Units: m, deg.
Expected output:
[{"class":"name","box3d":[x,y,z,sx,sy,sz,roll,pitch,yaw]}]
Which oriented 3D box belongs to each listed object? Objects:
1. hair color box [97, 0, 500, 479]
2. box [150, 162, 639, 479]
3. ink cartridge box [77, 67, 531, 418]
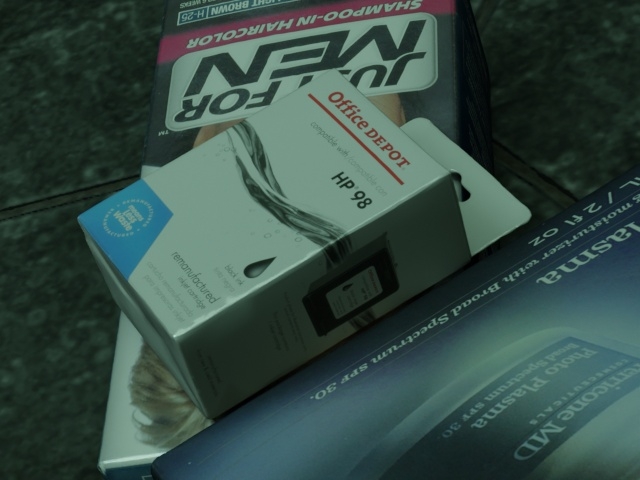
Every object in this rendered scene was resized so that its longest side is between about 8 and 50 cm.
[{"class":"hair color box","box3d":[0.000,0.000,0.990,0.174,0.105,0.347,-9,45,11]},{"class":"box","box3d":[0.138,0.123,0.702,0.296,0.182,0.294,-31,27,-11]},{"class":"ink cartridge box","box3d":[-0.006,-0.011,0.880,0.180,0.060,0.104,-31,45,-13]}]
